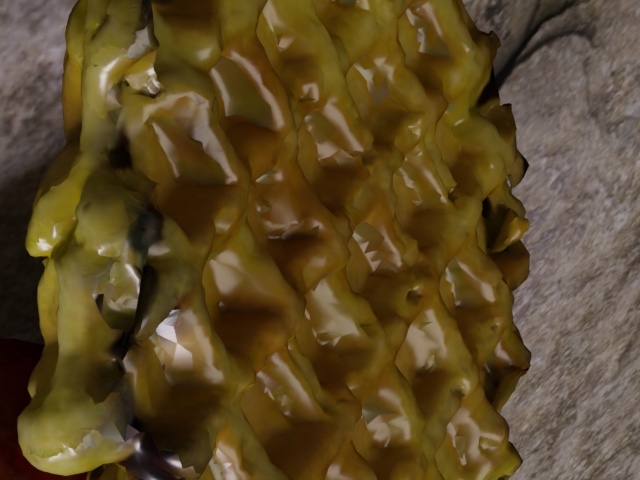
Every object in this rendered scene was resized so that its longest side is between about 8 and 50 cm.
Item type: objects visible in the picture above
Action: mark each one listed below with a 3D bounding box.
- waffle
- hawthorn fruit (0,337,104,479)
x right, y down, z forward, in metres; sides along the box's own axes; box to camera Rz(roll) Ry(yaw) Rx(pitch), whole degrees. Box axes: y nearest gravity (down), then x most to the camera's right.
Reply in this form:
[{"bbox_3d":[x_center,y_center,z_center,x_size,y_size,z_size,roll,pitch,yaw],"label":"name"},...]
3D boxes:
[{"bbox_3d":[0.000,0.000,0.835,0.380,0.095,0.382,28,64,-52],"label":"waffle"},{"bbox_3d":[-0.147,0.185,0.877,0.307,0.265,0.265,24,109,-45],"label":"hawthorn fruit"}]
